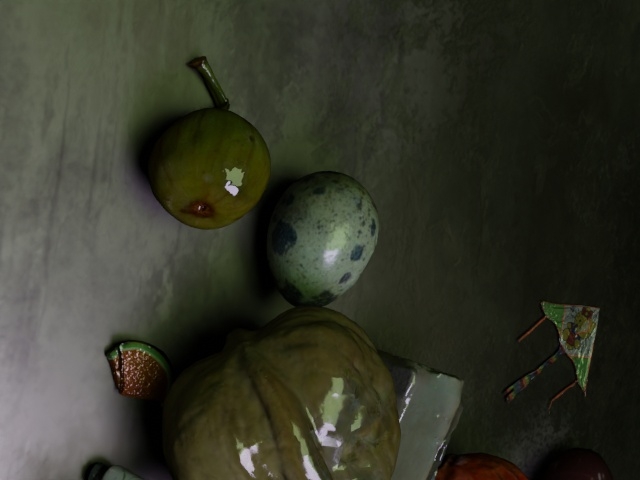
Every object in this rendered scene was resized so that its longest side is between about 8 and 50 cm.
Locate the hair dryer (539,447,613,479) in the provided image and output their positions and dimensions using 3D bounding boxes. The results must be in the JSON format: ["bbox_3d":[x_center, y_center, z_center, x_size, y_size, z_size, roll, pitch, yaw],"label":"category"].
[{"bbox_3d":[0.393,0.523,2.133,0.312,0.123,0.340,-65,149,-49],"label":"hair dryer"}]

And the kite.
[{"bbox_3d":[0.367,0.182,2.170,0.244,0.006,0.198,-40,118,-29],"label":"kite"}]

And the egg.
[{"bbox_3d":[0.000,0.000,1.773,0.141,0.141,0.181,22,87,-38],"label":"egg"}]

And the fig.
[{"bbox_3d":[-0.136,-0.102,1.680,0.148,0.186,0.142,33,119,-16],"label":"fig"}]

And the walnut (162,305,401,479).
[{"bbox_3d":[-0.042,0.232,1.691,0.253,0.282,0.277,-80,152,-57],"label":"walnut"}]

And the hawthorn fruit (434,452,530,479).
[{"bbox_3d":[0.220,0.431,1.909,0.242,0.271,0.242,-8,117,-16],"label":"hawthorn fruit"}]

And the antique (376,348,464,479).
[{"bbox_3d":[0.079,0.295,1.868,0.125,0.150,0.284,22,84,-39],"label":"antique"}]

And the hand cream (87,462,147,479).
[{"bbox_3d":[-0.187,0.311,1.634,0.042,0.194,0.067,-56,155,-32],"label":"hand cream"}]

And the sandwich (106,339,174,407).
[{"bbox_3d":[-0.220,0.159,1.693,0.101,0.026,0.069,23,85,-35],"label":"sandwich"}]
